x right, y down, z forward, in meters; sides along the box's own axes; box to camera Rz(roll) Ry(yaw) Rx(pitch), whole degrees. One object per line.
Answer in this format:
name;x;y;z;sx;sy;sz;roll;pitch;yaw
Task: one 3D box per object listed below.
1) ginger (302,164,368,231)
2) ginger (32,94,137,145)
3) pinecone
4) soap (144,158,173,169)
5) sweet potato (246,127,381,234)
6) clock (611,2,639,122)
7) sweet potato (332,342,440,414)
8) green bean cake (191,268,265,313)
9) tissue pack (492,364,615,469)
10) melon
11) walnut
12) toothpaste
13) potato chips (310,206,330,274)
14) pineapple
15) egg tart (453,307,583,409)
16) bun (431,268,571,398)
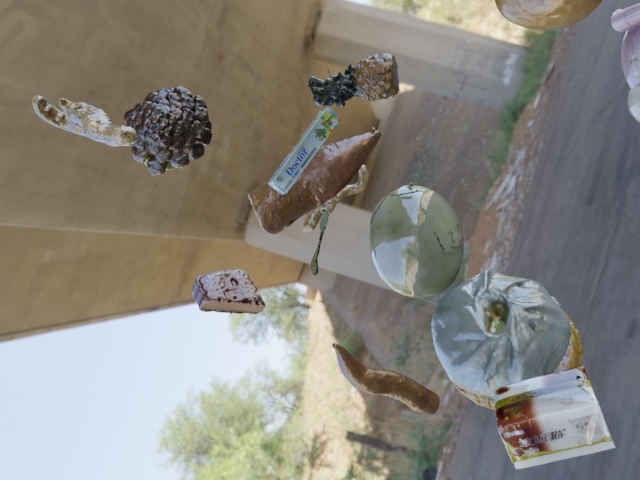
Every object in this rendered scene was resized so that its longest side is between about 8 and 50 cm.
ginger;0.049;-0.131;1.931;0.288;0.075;0.089;-40;19;-2
ginger;-0.427;-0.220;1.167;0.149;0.259;0.065;20;-92;-60
pinecone;-0.383;-0.281;1.535;0.202;0.229;0.201;62;173;-25
soap;-0.457;-0.249;1.759;0.089;0.045;0.140;-59;-21;12
sweet potato;-0.005;-0.146;1.370;0.337;0.131;0.131;-33;-10;-1
clock;0.956;-0.487;1.599;0.184;0.342;0.325;-149;43;-76
sweet potato;0.127;0.291;1.240;0.067;0.281;0.059;-45;27;44
green bean cake;-0.348;0.202;2.259;0.233;0.198;0.097;-6;-42;-33
tissue pack;0.352;0.268;0.929;0.099;0.149;0.106;63;-161;-18
melon;0.271;-0.002;1.703;0.268;0.269;0.330;-51;-48;-70
walnut;0.454;-0.524;1.211;0.195;0.222;0.195;-32;-52;-51
toothpaste;-0.028;-0.154;1.034;0.164;0.034;0.046;-54;13;-8
potato chips;0.000;0.000;1.856;0.142;0.026;0.209;116;166;-76
pineapple;0.089;-0.432;1.655;0.128;0.248;0.128;-7;-90;-72
egg tart;0.583;0.339;1.887;0.178;0.443;0.443;82;-155;-55
bun;0.434;0.219;1.518;0.194;0.354;0.354;55;-133;-45
